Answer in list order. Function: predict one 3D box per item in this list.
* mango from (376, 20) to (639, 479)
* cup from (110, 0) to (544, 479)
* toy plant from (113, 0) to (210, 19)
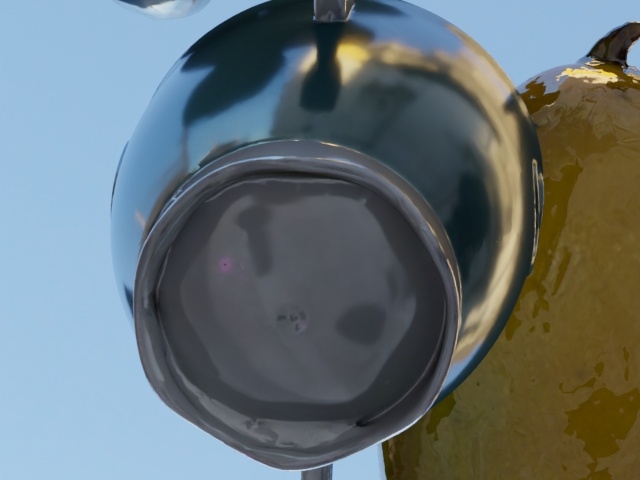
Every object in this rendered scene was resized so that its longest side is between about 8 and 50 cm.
[{"bbox_3d":[0.116,0.053,0.870,0.176,0.119,0.317,17,-89,-8],"label":"mango"},{"bbox_3d":[0.000,0.000,0.677,0.167,0.173,0.299,2,-73,4],"label":"cup"},{"bbox_3d":[-0.066,-0.241,0.891,0.332,0.247,0.247,36,-66,-20],"label":"toy plant"}]
